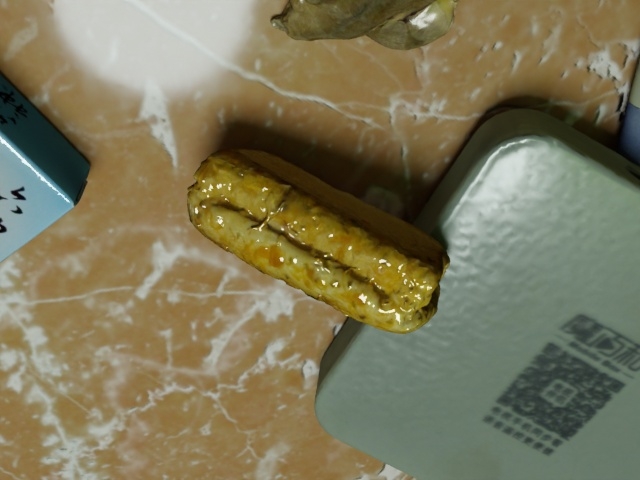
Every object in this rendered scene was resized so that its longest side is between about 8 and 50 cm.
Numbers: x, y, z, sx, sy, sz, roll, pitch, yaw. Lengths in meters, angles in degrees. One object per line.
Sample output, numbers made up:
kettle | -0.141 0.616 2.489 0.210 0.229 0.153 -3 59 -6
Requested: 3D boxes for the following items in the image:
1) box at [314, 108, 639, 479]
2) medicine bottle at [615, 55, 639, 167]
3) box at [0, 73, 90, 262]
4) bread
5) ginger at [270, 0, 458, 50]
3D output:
box | 0.224 0.108 0.661 0.367 0.090 0.373 28 117 -7
medicine bottle | 0.293 -0.158 0.573 0.059 0.059 0.231 -2 120 -7
box | -0.309 -0.083 0.525 0.142 0.083 0.232 -34 117 11
bread | 0.000 0.000 0.558 0.210 0.114 0.083 27 101 13
ginger | 0.056 -0.193 0.478 0.132 0.059 0.214 6 158 -22
